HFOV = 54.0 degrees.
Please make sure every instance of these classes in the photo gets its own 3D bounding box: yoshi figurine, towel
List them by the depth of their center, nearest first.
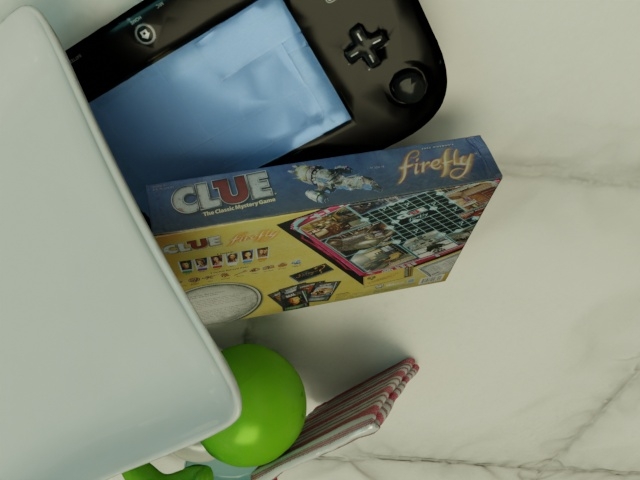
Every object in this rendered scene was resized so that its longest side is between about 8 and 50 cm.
[{"bbox_3d":[-0.165,0.152,0.569,0.362,0.203,0.203,-1,117,-29],"label":"yoshi figurine"},{"bbox_3d":[0.025,0.188,0.655,0.144,0.197,0.029,-34,84,20],"label":"towel"}]

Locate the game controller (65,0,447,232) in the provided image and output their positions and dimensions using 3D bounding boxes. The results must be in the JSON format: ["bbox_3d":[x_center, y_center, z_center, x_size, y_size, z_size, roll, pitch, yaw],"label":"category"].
[{"bbox_3d":[-0.078,-0.091,0.443,0.319,0.067,0.166,-25,131,16],"label":"game controller"}]

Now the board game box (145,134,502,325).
[{"bbox_3d":[0.000,0.000,0.495,0.243,0.042,0.165,-9,151,-11],"label":"board game box"}]

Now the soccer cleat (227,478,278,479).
[{"bbox_3d":[-0.100,0.341,0.873,0.083,0.029,0.035,1,129,-13],"label":"soccer cleat"}]

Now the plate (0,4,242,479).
[{"bbox_3d":[-0.208,0.038,0.425,0.277,0.045,0.278,-30,85,23],"label":"plate"}]

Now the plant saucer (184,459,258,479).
[{"bbox_3d":[-0.116,0.287,0.817,0.119,0.021,0.119,-3,125,-4],"label":"plant saucer"}]
